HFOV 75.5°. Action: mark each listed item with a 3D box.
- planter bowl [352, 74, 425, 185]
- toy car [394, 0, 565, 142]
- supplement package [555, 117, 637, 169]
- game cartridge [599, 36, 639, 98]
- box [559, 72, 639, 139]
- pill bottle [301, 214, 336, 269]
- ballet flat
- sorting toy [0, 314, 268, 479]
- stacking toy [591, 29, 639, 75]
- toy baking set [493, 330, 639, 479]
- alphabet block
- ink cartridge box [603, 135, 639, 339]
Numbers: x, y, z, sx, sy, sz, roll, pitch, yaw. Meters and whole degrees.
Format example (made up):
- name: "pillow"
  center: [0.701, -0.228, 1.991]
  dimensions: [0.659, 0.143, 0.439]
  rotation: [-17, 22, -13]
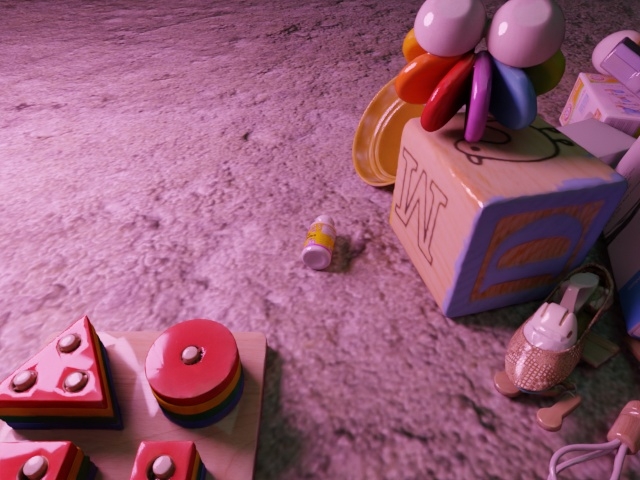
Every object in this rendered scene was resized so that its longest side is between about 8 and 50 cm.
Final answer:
- name: "planter bowl"
  center: [0.163, -0.187, 0.749]
  dimensions: [0.090, 0.217, 0.217]
  rotation: [19, 31, -36]
- name: "toy car"
  center: [0.175, -0.182, 0.475]
  dimensions: [0.181, 0.159, 0.136]
  rotation: [16, 79, 16]
- name: "supplement package"
  center: [0.430, -0.128, 0.712]
  dimensions: [0.179, 0.105, 0.105]
  rotation: [-17, 45, -18]
- name: "game cartridge"
  center: [0.677, -0.240, 0.751]
  dimensions: [0.355, 0.068, 0.230]
  rotation: [45, 40, 9]
- name: "box"
  center: [0.574, -0.241, 0.830]
  dimensions: [0.103, 0.114, 0.203]
  rotation: [9, 45, 8]
- name: "pill bottle"
  center: [0.000, 0.000, 0.610]
  dimensions: [0.043, 0.043, 0.083]
  rotation: [7, 43, 7]
- name: "ballet flat"
  center: [0.278, 0.088, 0.478]
  dimensions: [0.073, 0.067, 0.206]
  rotation: [20, 42, 42]
- name: "sorting toy"
  center: [-0.190, 0.178, 0.380]
  dimensions: [0.257, 0.089, 0.256]
  rotation: [0, 43, -1]
- name: "stacking toy"
  center: [0.903, -0.438, 0.981]
  dimensions: [0.350, 0.351, 0.480]
  rotation: [-22, 29, -23]
- name: "toy baking set"
  center: [0.298, 0.183, 0.418]
  dimensions: [0.196, 0.030, 0.256]
  rotation: [-10, 32, -1]
- name: "alphabet block"
  center: [0.222, -0.043, 0.554]
  dimensions: [0.192, 0.194, 0.197]
  rotation: [-9, 43, -13]
- name: "ink cartridge box"
  center: [0.518, 0.010, 0.530]
  dimensions: [0.223, 0.129, 0.307]
  rotation: [19, 44, 10]
